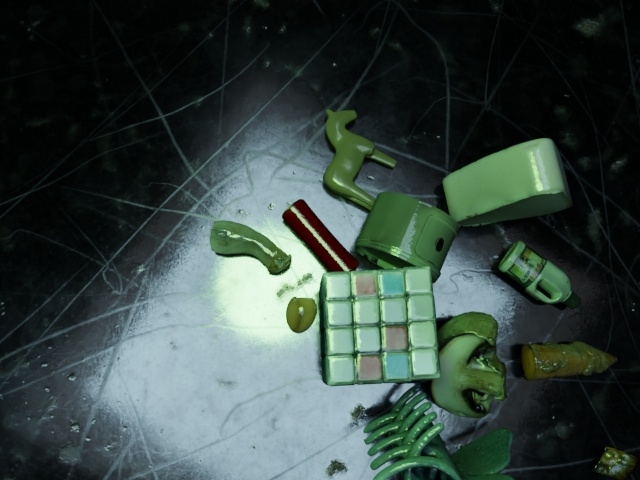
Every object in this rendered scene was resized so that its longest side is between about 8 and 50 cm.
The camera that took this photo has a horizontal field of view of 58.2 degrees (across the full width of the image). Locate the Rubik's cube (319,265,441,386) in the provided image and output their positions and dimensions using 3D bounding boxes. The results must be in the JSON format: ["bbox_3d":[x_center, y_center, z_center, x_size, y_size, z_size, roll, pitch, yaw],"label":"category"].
[{"bbox_3d":[0.127,0.212,1.362,0.253,0.256,0.259,-3,76,-3],"label":"Rubik's cube"}]

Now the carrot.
[{"bbox_3d":[0.653,0.313,1.493,0.263,0.102,0.102,1,80,-8],"label":"carrot"}]

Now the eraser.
[{"bbox_3d":[0.528,-0.143,1.498,0.331,0.331,0.150,-8,79,-4],"label":"eraser"}]

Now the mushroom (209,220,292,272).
[{"bbox_3d":[-0.180,0.015,1.503,0.223,0.081,0.092,22,62,-1],"label":"mushroom"}]

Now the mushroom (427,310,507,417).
[{"bbox_3d":[0.363,0.294,1.441,0.189,0.164,0.267,-8,116,20],"label":"mushroom"}]

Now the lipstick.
[{"bbox_3d":[0.000,0.000,1.513,0.080,0.080,0.241,-40,85,-8],"label":"lipstick"}]

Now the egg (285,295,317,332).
[{"bbox_3d":[-0.050,0.190,1.477,0.080,0.080,0.096,8,77,-1],"label":"egg"}]

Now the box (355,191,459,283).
[{"bbox_3d":[0.217,-0.004,1.449,0.226,0.226,0.149,25,80,2],"label":"box"}]

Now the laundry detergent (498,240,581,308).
[{"bbox_3d":[0.591,0.103,1.528,0.225,0.070,0.099,38,72,3],"label":"laundry detergent"}]

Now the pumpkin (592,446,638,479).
[{"bbox_3d":[0.752,0.572,1.476,0.101,0.035,0.073,21,91,-2],"label":"pumpkin"}]

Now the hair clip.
[{"bbox_3d":[0.239,0.504,1.279,0.392,0.318,0.238,-37,94,4],"label":"hair clip"}]

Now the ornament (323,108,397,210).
[{"bbox_3d":[0.086,-0.233,1.565,0.245,0.061,0.230,28,79,-1],"label":"ornament"}]
